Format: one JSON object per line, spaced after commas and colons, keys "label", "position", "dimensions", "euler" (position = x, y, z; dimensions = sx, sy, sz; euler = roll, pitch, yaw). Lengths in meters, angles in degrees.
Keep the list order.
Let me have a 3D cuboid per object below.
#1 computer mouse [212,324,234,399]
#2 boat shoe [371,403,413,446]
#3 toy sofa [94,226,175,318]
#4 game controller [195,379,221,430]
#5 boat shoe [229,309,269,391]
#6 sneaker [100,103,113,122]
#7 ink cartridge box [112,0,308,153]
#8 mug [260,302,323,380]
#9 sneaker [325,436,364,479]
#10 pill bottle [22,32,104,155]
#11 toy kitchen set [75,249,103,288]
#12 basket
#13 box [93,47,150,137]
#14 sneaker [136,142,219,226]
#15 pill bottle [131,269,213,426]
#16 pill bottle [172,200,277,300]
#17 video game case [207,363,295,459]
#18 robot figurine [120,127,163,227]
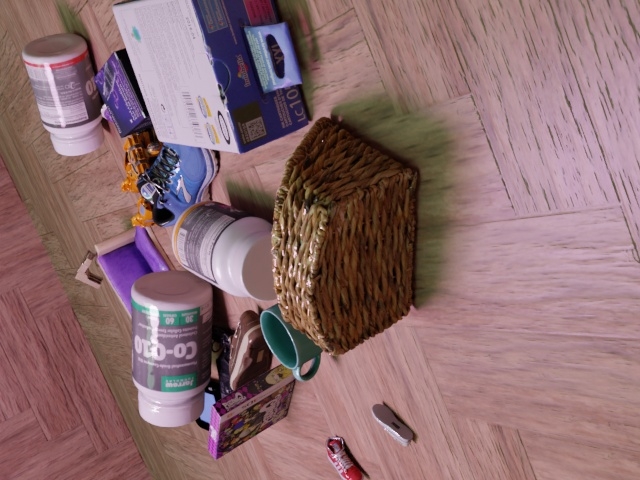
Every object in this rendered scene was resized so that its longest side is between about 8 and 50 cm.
{"label": "computer mouse", "position": [-0.209, 0.353, 2.128], "dimensions": [0.188, 0.072, 0.272], "euler": [13, 112, 59]}
{"label": "boat shoe", "position": [0.133, 0.349, 1.557], "dimensions": [0.100, 0.035, 0.035], "euler": [36, 140, 30]}
{"label": "toy sofa", "position": [-0.481, 0.137, 2.311], "dimensions": [0.362, 0.150, 0.177], "euler": [56, 153, 14]}
{"label": "game controller", "position": [-0.321, 0.485, 2.428], "dimensions": [0.319, 0.067, 0.166], "euler": [-6, 109, 60]}
{"label": "boat shoe", "position": [-0.173, 0.257, 1.956], "dimensions": [0.095, 0.095, 0.257], "euler": [54, 142, 29]}
{"label": "sneaker", "position": [-0.481, -0.317, 2.008], "dimensions": [0.071, 0.068, 0.170], "euler": [58, 152, -2]}
{"label": "ink cartridge box", "position": [-0.179, -0.299, 1.403], "dimensions": [0.395, 0.151, 0.270], "euler": [18, 129, 56]}
{"label": "mug", "position": [-0.044, 0.185, 1.650], "dimensions": [0.129, 0.097, 0.158], "euler": [42, 147, 34]}
{"label": "sneaker", "position": [0.049, 0.475, 1.802], "dimensions": [0.118, 0.042, 0.067], "euler": [36, 145, 46]}
{"label": "pill bottle", "position": [-0.658, -0.377, 2.157], "dimensions": [0.161, 0.161, 0.283], "euler": [36, 143, 41]}
{"label": "toy kitchen set", "position": [-0.638, 0.074, 2.345], "dimensions": [0.083, 0.075, 0.068], "euler": [-51, 21, 29]}
{"label": "basket", "position": [0.000, 0.000, 1.285], "dimensions": [0.223, 0.213, 0.299], "euler": [37, 143, 39]}
{"label": "box", "position": [-0.393, -0.327, 1.799], "dimensions": [0.207, 0.108, 0.153], "euler": [-16, 100, 62]}
{"label": "sneaker", "position": [-0.312, -0.136, 1.783], "dimensions": [0.130, 0.147, 0.330], "euler": [48, 148, 27]}
{"label": "pill bottle", "position": [-0.377, 0.275, 2.110], "dimensions": [0.204, 0.204, 0.361], "euler": [29, 123, 47]}
{"label": "pill bottle", "position": [-0.171, 0.021, 1.660], "dimensions": [0.278, 0.162, 0.162], "euler": [21, 131, 51]}
{"label": "video game case", "position": [-0.159, 0.393, 1.910], "dimensions": [0.042, 0.210, 0.232], "euler": [49, 149, 25]}
{"label": "robot figurine", "position": [-0.424, -0.153, 2.002], "dimensions": [0.291, 0.085, 0.211], "euler": [120, 132, -61]}
